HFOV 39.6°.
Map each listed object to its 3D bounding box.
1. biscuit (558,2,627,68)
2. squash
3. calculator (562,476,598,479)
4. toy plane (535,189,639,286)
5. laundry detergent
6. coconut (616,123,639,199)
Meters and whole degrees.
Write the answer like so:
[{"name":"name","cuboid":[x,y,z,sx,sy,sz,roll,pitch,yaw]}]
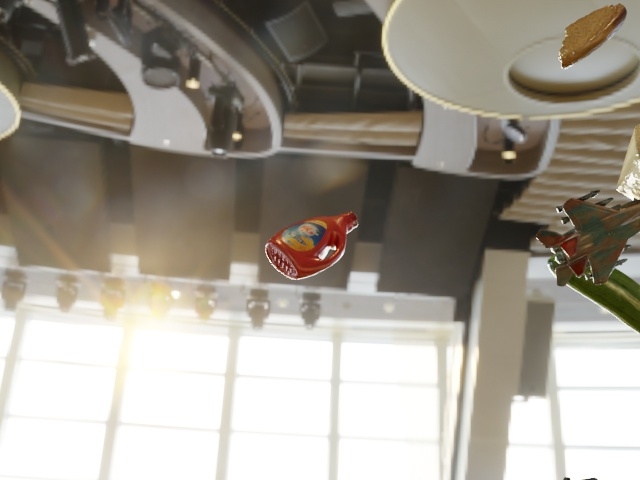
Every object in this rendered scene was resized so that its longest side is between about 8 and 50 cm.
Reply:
[{"name":"biscuit","cuboid":[0.520,-0.398,1.701,0.144,0.224,0.033,-31,-74,27]},{"name":"squash","cuboid":[0.758,0.140,2.260,0.395,0.107,0.107,35,-21,3]},{"name":"calculator","cuboid":[0.593,0.598,2.083,0.141,0.094,0.019,-4,-1,-19]},{"name":"toy plane","cuboid":[0.605,-0.036,1.815,0.326,0.104,0.223,-32,-64,-3]},{"name":"laundry detergent","cuboid":[0.000,0.000,1.389,0.165,0.097,0.049,-29,-33,-35]},{"name":"coconut","cuboid":[0.945,-0.196,2.376,0.329,0.328,0.329,3,-20,1]}]
